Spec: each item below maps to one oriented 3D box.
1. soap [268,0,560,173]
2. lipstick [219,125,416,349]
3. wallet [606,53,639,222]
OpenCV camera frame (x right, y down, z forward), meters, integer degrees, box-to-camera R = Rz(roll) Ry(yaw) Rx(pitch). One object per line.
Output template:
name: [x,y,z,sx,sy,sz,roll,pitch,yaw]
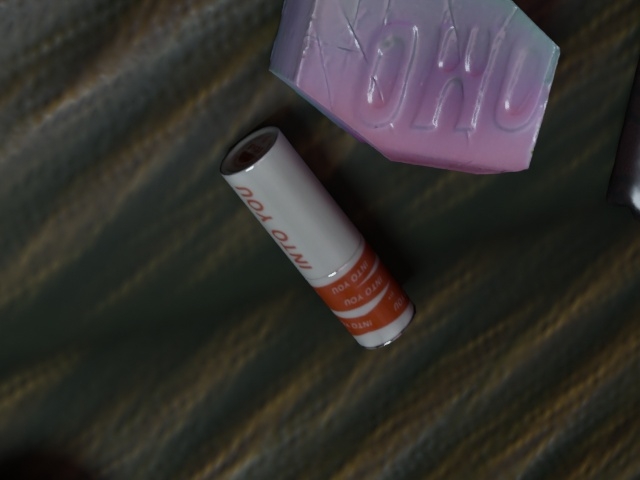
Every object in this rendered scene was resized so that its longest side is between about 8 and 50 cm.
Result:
soap: [0.052,-0.090,0.730,0.149,0.056,0.100,9,108,-22]
lipstick: [0.000,0.000,0.753,0.038,0.038,0.130,-40,116,-2]
wallet: [0.263,-0.116,0.801,0.182,0.049,0.229,3,106,-17]
